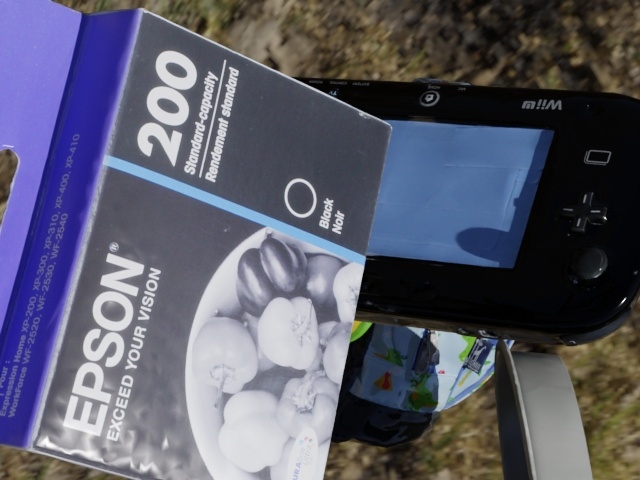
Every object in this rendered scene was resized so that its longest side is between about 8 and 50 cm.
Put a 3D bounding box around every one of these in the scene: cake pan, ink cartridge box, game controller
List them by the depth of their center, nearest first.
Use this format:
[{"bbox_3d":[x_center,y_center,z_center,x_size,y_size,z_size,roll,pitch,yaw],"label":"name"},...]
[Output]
[{"bbox_3d":[-0.074,0.006,0.702,0.208,0.045,0.206,20,73,-30],"label":"ink cartridge box"},{"bbox_3d":[0.052,-0.026,0.944,0.319,0.067,0.167,6,68,26],"label":"game controller"},{"bbox_3d":[0.199,0.229,1.347,0.054,0.293,0.293,-7,80,2],"label":"cake pan"}]

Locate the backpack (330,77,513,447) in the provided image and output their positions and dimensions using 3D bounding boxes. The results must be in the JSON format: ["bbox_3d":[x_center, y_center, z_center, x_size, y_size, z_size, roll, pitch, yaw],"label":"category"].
[{"bbox_3d":[0.113,0.005,1.611,0.273,0.290,0.356,4,111,-8],"label":"backpack"}]

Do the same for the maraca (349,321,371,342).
[{"bbox_3d":[0.000,0.000,1.340,0.099,0.127,0.186,-6,70,-41],"label":"maraca"}]
